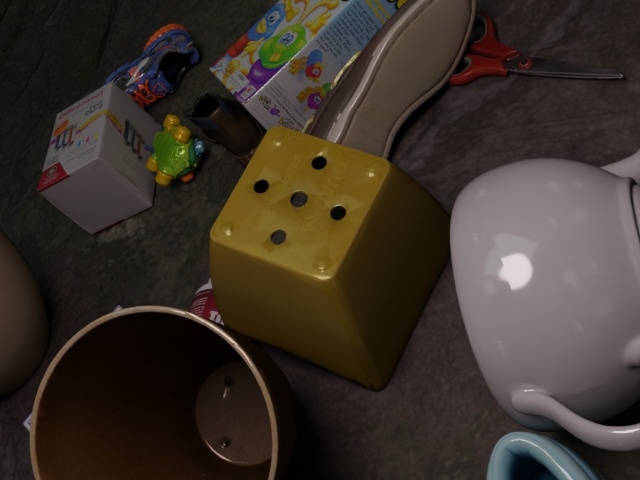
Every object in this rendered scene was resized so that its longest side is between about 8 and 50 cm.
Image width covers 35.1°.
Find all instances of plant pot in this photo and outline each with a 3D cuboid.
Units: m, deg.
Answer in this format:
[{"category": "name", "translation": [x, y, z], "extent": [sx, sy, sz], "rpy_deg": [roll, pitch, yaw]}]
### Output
[{"category": "plant pot", "translation": [-0.116, 0.186, 1.006], "extent": [0.237, 0.254, 0.237], "rpy_deg": [-1, 85, 16]}, {"category": "plant pot", "translation": [-0.507, 0.125, 1.461], "extent": [0.284, 0.191, 0.284], "rpy_deg": [-24, 44, 25]}, {"category": "plant pot", "translation": [0.000, 0.000, 1.071], "extent": [0.212, 0.187, 0.212], "rpy_deg": [20, 70, 24]}]

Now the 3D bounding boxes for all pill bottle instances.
[{"category": "pill bottle", "translation": [-0.122, 0.106, 1.215], "extent": [0.086, 0.086, 0.152], "rpy_deg": [-16, 41, 32]}]

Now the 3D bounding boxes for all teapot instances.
[{"category": "teapot", "translation": [0.233, 0.037, 0.854], "extent": [0.187, 0.252, 0.256], "rpy_deg": [-16, 80, 24]}]

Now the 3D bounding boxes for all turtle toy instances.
[{"category": "turtle toy", "translation": [-0.215, -0.136, 1.522], "extent": [0.095, 0.066, 0.130], "rpy_deg": [-64, 34, 16]}]

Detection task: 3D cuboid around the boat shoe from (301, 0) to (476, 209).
[{"category": "boat shoe", "translation": [0.074, -0.194, 1.271], "extent": [0.324, 0.116, 0.096], "rpy_deg": [-58, 38, 3]}]

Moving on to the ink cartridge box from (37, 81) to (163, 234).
[{"category": "ink cartridge box", "translation": [-0.339, -0.129, 1.578], "extent": [0.128, 0.127, 0.176], "rpy_deg": [-24, 43, 25]}]

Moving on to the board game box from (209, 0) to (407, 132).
[{"category": "board game box", "translation": [0.011, -0.260, 1.368], "extent": [0.275, 0.144, 0.142], "rpy_deg": [-43, 39, 2]}]

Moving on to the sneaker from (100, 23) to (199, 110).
[{"category": "sneaker", "translation": [-0.288, -0.265, 1.690], "extent": [0.221, 0.083, 0.087], "rpy_deg": [-51, 47, 0]}]

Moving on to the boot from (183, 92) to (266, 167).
[{"category": "boot", "translation": [-0.154, -0.192, 1.485], "extent": [0.082, 0.106, 0.219], "rpy_deg": [-47, 40, -2]}]

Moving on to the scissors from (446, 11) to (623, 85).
[{"category": "scissors", "translation": [0.232, -0.207, 1.231], "extent": [0.109, 0.021, 0.297], "rpy_deg": [-47, 41, -2]}]

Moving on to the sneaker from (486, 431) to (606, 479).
[{"category": "sneaker", "translation": [0.187, 0.303, 0.733], "extent": [0.135, 0.150, 0.366], "rpy_deg": [-33, 41, 17]}]

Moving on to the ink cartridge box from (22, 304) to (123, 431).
[{"category": "ink cartridge box", "translation": [-0.266, 0.209, 1.293], "extent": [0.206, 0.045, 0.208], "rpy_deg": [-51, 42, -6]}]
